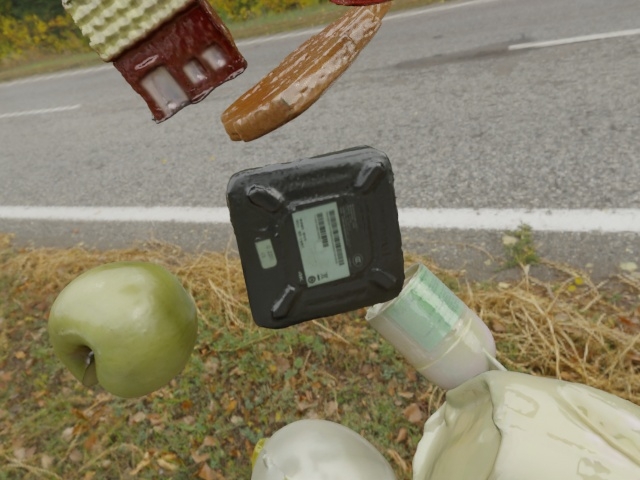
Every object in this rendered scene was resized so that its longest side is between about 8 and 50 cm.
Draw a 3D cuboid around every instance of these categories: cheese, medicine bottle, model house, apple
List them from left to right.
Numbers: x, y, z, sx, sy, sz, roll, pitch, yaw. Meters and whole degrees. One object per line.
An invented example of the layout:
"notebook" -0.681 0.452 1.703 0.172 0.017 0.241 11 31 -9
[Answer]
"apple" -0.404 0.181 1.085 0.291 0.292 0.254 4 32 30
"model house" -0.273 -0.359 0.837 0.195 0.254 0.160 -29 43 6
"medicine bottle" 0.351 0.282 1.482 0.236 0.406 0.236 -46 1 1
"cheese" 0.198 0.212 0.405 0.233 0.266 0.127 30 63 9

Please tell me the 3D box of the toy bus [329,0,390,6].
"toy bus" 0.033 -0.316 0.452 0.081 0.195 0.089 -15 39 -14

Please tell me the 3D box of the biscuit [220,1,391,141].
"biscuit" -0.026 -0.196 0.636 0.283 0.043 0.306 -32 23 19

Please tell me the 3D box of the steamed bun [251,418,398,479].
"steamed bun" 0.009 0.552 1.097 0.333 0.334 0.374 -30 9 -21

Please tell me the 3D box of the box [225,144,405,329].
"box" 0.000 0.000 1.076 0.349 0.360 0.091 -14 18 -12
